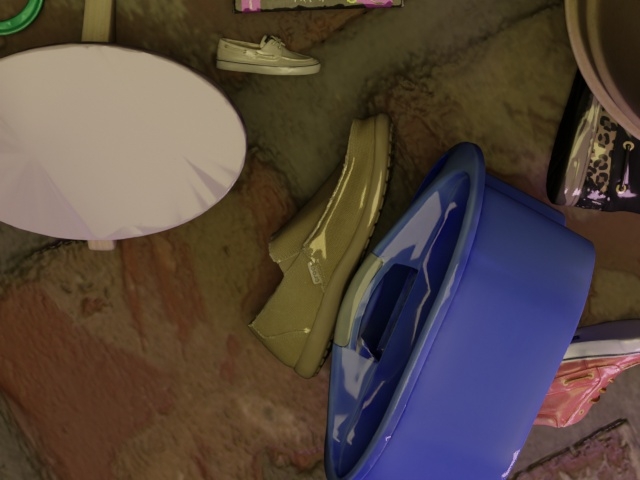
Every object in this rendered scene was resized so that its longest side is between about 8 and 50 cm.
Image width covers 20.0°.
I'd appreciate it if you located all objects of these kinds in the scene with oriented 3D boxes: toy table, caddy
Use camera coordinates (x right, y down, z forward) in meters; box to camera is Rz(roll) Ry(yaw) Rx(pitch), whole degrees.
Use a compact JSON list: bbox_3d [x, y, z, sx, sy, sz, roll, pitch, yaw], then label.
[{"bbox_3d":[-0.203,-0.099,1.659,0.274,0.161,0.252,12,102,-3],"label":"toy table"},{"bbox_3d":[0.105,0.080,1.665,0.179,0.241,0.341,21,101,-12],"label":"caddy"}]

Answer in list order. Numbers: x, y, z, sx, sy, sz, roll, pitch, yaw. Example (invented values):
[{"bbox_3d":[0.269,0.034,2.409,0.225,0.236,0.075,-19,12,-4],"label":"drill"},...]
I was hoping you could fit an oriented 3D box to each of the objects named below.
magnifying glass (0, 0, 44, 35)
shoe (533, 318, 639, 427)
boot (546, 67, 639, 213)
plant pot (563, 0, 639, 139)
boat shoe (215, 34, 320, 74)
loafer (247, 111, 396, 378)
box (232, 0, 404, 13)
[{"bbox_3d":[-0.346,-0.290,1.683,0.092,0.026,0.231,-38,98,7],"label":"magnifying glass"},{"bbox_3d":[0.263,0.131,1.768,0.178,0.063,0.081,-10,104,7],"label":"shoe"},{"bbox_3d":[0.328,-0.124,1.704,0.178,0.085,0.236,16,104,-8],"label":"boot"},{"bbox_3d":[0.369,-0.165,1.465,0.333,0.305,0.334,2,112,5],"label":"plant pot"},{"bbox_3d":[-0.049,-0.176,1.709,0.100,0.035,0.035,5,105,5],"label":"boat shoe"},{"bbox_3d":[0.000,0.000,1.712,0.092,0.102,0.269,19,103,2],"label":"loafer"},{"bbox_3d":[-0.004,-0.273,1.691,0.162,0.029,0.116,-1,103,1],"label":"box"}]
